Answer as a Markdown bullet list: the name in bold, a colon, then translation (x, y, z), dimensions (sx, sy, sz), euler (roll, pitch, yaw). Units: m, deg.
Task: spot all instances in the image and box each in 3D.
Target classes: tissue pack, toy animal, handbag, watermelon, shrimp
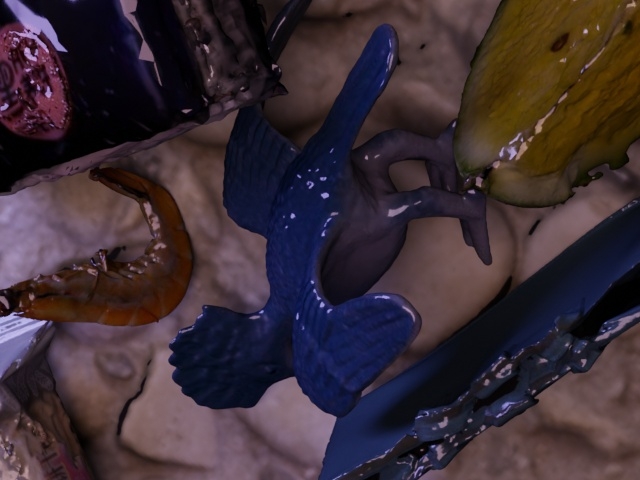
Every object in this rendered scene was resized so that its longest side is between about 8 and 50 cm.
- **tissue pack**: translation (-0.172, -0.192, 1.008), dimensions (0.245, 0.123, 0.332), euler (-13, 97, 43)
- **toy animal**: translation (0.000, 0.000, 1.004), dimensions (0.176, 0.239, 0.255), euler (-18, 139, -9)
- **handbag**: translation (0.098, 0.061, 0.990), dimensions (0.221, 0.144, 0.057), euler (-36, 90, 16)
- **watermelon**: translation (0.164, -0.139, 0.946), dimensions (0.123, 0.129, 0.301), euler (37, 93, 7)
- **shrimp**: translation (-0.131, 0.008, 1.076), dimensions (0.127, 0.025, 0.091), euler (-12, 89, -25)

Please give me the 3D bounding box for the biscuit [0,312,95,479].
- **biscuit**: translation (-0.182, 0.196, 1.121), dimensions (0.186, 0.079, 0.309), euler (-19, 95, 21)
